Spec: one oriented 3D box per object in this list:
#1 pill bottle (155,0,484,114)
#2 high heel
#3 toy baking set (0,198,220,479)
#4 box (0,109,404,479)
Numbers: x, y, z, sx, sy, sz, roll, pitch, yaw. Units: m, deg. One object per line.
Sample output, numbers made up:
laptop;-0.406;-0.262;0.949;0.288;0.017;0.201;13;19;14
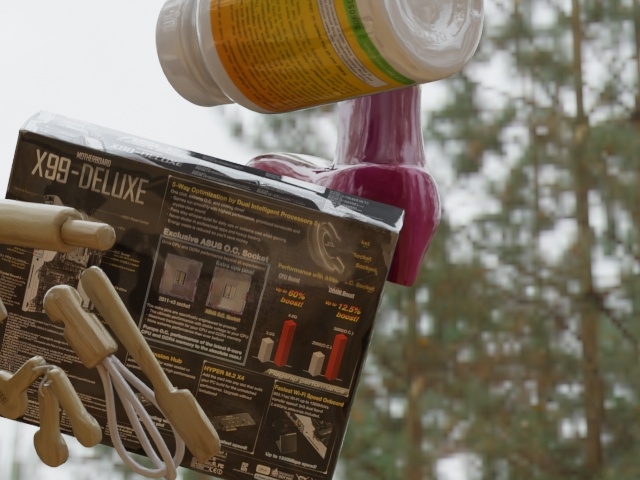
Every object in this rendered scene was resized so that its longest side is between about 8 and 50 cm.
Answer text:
pill bottle;-0.009;-0.171;1.368;0.246;0.136;0.136;-8;-25;42
high heel;0.000;0.000;1.614;0.127;0.181;0.377;6;-20;-15
toy baking set;-0.160;0.065;1.180;0.256;0.196;0.030;2;24;44
box;-0.111;0.054;1.418;0.307;0.242;0.076;15;17;2
